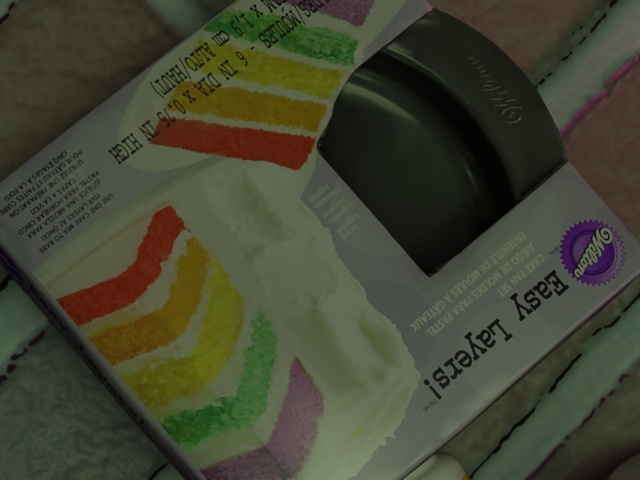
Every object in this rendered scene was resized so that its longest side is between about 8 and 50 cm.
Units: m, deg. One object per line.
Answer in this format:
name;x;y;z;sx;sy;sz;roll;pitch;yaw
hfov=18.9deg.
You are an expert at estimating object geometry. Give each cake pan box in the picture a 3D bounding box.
cake pan box;0.000;0.000;0.986;0.267;0.070;0.245;-38;86;-14

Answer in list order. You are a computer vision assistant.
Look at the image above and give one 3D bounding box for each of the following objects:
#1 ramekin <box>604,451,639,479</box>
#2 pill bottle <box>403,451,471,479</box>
ramekin;0.277;0.192;0.994;0.273;0.273;0.127;-5;102;-16
pill bottle;0.058;0.153;1.028;0.065;0.065;0.116;-30;97;-14
